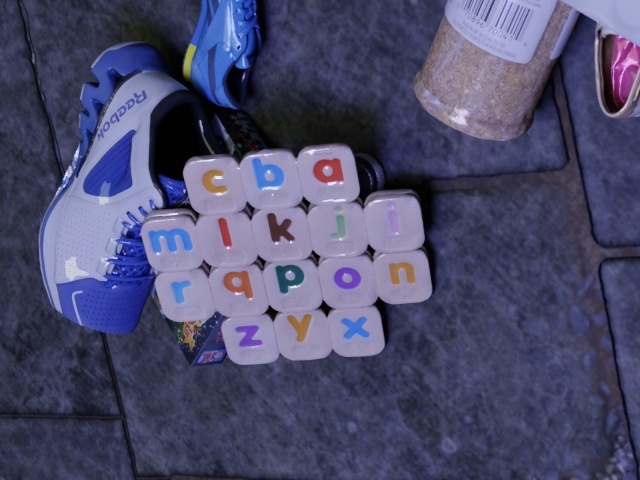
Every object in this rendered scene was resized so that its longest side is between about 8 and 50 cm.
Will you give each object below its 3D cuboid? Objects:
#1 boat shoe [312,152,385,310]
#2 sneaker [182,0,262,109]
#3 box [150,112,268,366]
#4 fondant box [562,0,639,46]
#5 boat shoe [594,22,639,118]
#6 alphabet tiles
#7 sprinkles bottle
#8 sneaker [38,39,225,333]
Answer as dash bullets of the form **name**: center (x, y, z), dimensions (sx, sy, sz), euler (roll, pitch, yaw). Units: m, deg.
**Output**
- **boat shoe**: center (0.000, 0.000, 1.853), dimensions (0.075, 0.065, 0.206), euler (38, 125, 20)
- **sneaker**: center (-0.084, -0.232, 1.823), dimensions (0.082, 0.069, 0.209), euler (36, 130, 31)
- **box**: center (-0.110, 0.000, 1.913), dimensions (0.159, 0.044, 0.233), euler (58, 133, 32)
- **fondant box**: center (0.353, -0.244, 1.416), dimensions (0.330, 0.096, 0.238), euler (29, 125, -4)
- **boat shoe**: center (0.275, -0.189, 1.587), dimensions (0.063, 0.059, 0.170), euler (8, 109, 35)
- **alphabet tiles**: center (-0.033, 0.017, 1.807), dimensions (0.284, 0.021, 0.278), euler (-5, 130, 9)
- **sprinkles bottle**: center (0.194, -0.263, 1.579), dimensions (0.121, 0.121, 0.355), euler (35, 124, 21)
- **sneaker**: center (-0.189, -0.037, 1.871), dimensions (0.182, 0.127, 0.315), euler (32, 115, 48)
